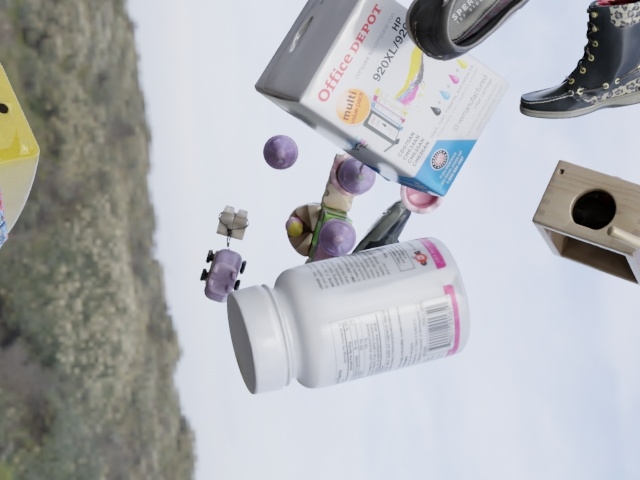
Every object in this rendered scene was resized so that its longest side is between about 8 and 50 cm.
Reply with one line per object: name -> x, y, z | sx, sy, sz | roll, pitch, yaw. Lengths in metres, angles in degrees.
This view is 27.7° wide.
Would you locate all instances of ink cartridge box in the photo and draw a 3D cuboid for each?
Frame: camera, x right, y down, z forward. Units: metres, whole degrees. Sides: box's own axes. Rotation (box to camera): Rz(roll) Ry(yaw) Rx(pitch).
ink cartridge box -> 0.073, -0.192, 1.616 | 0.171, 0.233, 0.168 | -59, -155, -1

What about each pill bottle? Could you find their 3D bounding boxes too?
pill bottle -> 0.033, 0.099, 1.664 | 0.160, 0.283, 0.160 | 168, -90, -76

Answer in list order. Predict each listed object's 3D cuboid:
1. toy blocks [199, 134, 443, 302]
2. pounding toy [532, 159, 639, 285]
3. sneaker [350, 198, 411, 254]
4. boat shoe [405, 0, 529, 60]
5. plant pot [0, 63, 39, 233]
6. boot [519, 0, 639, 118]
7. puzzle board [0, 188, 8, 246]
toy blocks -> 0.000, 0.000, 1.895 | 0.260, 0.309, 0.288 | -100, -153, -83
pounding toy -> 0.357, -0.019, 1.478 | 0.094, 0.206, 0.181 | -64, 152, -9
sneaker -> 0.112, 0.042, 2.170 | 0.227, 0.130, 0.087 | -58, 179, 21
boat shoe -> 0.234, -0.325, 1.429 | 0.112, 0.335, 0.095 | 44, -2, -22
plant pot -> -0.479, -0.118, 1.649 | 0.187, 0.212, 0.212 | -33, -101, 42
boot -> 0.435, -0.301, 2.131 | 0.085, 0.237, 0.178 | -100, 179, -64
puzzle board -> -0.363, -0.017, 1.376 | 0.128, 0.011, 0.096 | 95, 19, -45
